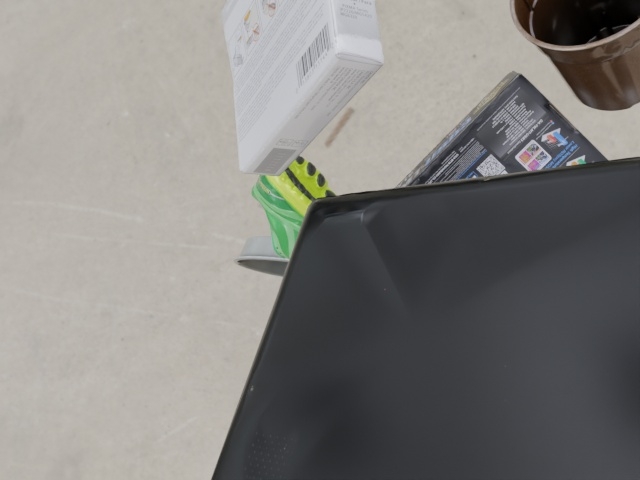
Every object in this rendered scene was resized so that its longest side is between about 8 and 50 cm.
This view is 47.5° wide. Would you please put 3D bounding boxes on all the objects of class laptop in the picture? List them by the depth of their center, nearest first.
[{"bbox_3d":[0.143,0.191,0.339,0.382,0.236,0.407,-4,58,40],"label":"laptop"}]

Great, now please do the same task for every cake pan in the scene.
[{"bbox_3d":[-0.041,0.044,1.581,0.293,0.293,0.054,2,78,31],"label":"cake pan"}]

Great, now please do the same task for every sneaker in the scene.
[{"bbox_3d":[0.000,0.000,1.153,0.123,0.109,0.295,-32,92,47],"label":"sneaker"}]

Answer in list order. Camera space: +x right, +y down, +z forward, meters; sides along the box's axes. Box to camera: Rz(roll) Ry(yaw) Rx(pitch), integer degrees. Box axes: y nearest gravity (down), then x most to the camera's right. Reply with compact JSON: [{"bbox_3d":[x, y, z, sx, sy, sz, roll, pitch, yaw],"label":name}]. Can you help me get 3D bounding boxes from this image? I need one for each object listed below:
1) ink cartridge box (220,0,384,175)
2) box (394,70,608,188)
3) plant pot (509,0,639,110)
[{"bbox_3d":[-0.037,-0.259,0.913,0.296,0.066,0.261,-37,56,57],"label":"ink cartridge box"},{"bbox_3d":[0.260,-0.022,0.990,0.295,0.293,0.073,-47,9,14],"label":"box"},{"bbox_3d":[0.318,-0.239,0.812,0.167,0.165,0.166,-14,62,28],"label":"plant pot"}]
